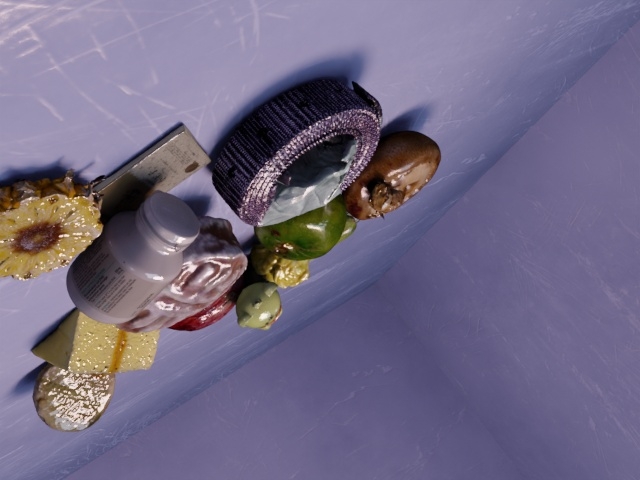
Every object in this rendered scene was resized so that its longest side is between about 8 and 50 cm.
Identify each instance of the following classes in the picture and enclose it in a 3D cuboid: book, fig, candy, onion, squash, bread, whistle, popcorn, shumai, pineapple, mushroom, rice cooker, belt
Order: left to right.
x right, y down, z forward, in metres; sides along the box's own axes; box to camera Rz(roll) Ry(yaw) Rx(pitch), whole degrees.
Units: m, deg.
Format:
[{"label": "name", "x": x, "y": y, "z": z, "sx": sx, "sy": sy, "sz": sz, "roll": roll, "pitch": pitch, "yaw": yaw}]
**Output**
[{"label": "pineapple", "x": -0.379, "y": -0.016, "z": 0.804, "sx": 0.221, "sy": 0.047, "sz": 0.221, "roll": -30, "pitch": 162, "yaw": -11}, {"label": "shumai", "x": -0.584, "y": 0.338, "z": 1.410, "sx": 0.120, "sy": 0.201, "sz": 0.201, "roll": 9, "pitch": -153, "yaw": 45}, {"label": "bread", "x": -0.470, "y": 0.225, "z": 1.306, "sx": 0.178, "sy": 0.141, "sz": 0.266, "roll": -28, "pitch": 160, "yaw": 20}, {"label": "book", "x": -0.269, "y": -0.093, "z": 0.929, "sx": 0.199, "sy": 0.016, "sz": 0.138, "roll": -36, "pitch": 167, "yaw": -3}, {"label": "candy", "x": -0.278, "y": 0.063, "z": 1.145, "sx": 0.290, "sy": 0.157, "sz": 0.214, "roll": -34, "pitch": 154, "yaw": 18}, {"label": "onion", "x": -0.307, "y": 0.160, "z": 1.494, "sx": 0.284, "sy": 0.120, "sz": 0.227, "roll": -37, "pitch": 162, "yaw": 2}, {"label": "rice cooker", "x": -0.192, "y": 0.110, "z": 1.660, "sx": 0.165, "sy": 0.106, "sz": 0.112, "roll": -29, "pitch": 167, "yaw": 16}, {"label": "whistle", "x": -0.155, "y": 0.169, "z": 1.522, "sx": 0.131, "sy": 0.106, "sz": 0.288, "roll": -50, "pitch": 176, "yaw": -10}, {"label": "popcorn", "x": -0.081, "y": 0.023, "z": 1.544, "sx": 0.195, "sy": 0.174, "sz": 0.168, "roll": -61, "pitch": -165, "yaw": 0}, {"label": "belt", "x": -0.035, "y": -0.149, "z": 1.077, "sx": 0.325, "sy": 0.122, "sz": 0.260, "roll": -32, "pitch": 156, "yaw": -24}, {"label": "fig", "x": -0.041, "y": -0.091, "z": 1.303, "sx": 0.203, "sy": 0.235, "sz": 0.203, "roll": 5, "pitch": 151, "yaw": 3}, {"label": "squash", "x": 0.000, "y": 0.000, "z": 1.629, "sx": 0.239, "sy": 0.069, "sz": 0.069, "roll": -33, "pitch": 171, "yaw": 29}, {"label": "mushroom", "x": 0.175, "y": -0.166, "z": 1.549, "sx": 0.297, "sy": 0.163, "sz": 0.278, "roll": -46, "pitch": 173, "yaw": 36}]

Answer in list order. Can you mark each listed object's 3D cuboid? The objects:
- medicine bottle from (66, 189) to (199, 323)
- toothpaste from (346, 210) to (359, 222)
[{"label": "medicine bottle", "x": -0.290, "y": 0.024, "z": 0.944, "sx": 0.215, "sy": 0.135, "sz": 0.135, "roll": -42, "pitch": 166, "yaw": 25}, {"label": "toothpaste", "x": 0.100, "y": -0.100, "z": 1.732, "sx": 0.313, "sy": 0.089, "sz": 0.071, "roll": -36, "pitch": 174, "yaw": -6}]
